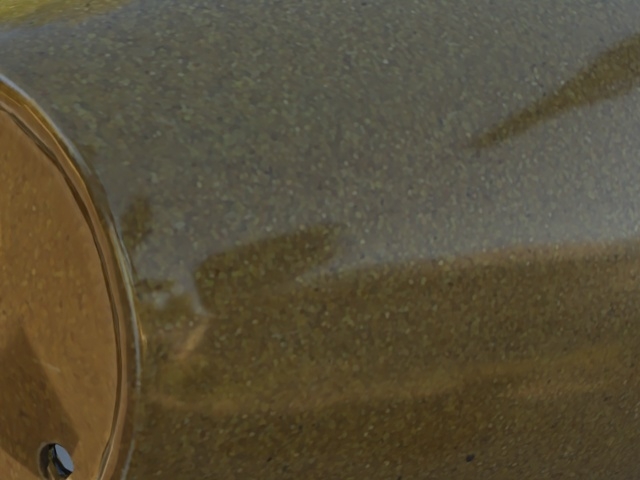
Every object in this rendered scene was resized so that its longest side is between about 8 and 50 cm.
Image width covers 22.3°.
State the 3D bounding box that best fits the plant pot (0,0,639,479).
[{"bbox_3d":[0.000,0.000,0.441,0.237,0.237,0.254,19,21,36],"label":"plant pot"}]
